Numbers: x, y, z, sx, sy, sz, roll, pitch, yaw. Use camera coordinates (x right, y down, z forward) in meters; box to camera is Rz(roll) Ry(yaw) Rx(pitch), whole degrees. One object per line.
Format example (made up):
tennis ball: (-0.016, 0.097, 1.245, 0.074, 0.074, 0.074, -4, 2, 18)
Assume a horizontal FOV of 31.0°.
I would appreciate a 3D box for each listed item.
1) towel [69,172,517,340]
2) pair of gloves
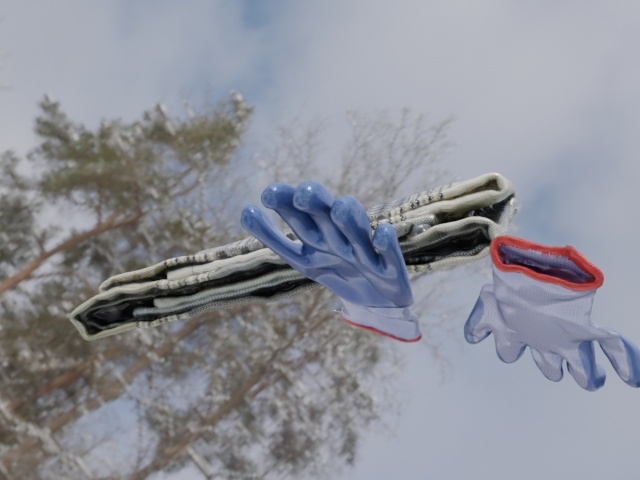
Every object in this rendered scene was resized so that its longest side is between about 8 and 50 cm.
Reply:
towel: (0.000, 0.000, 0.907, 0.312, 0.324, 0.056, -12, -86, 11)
pair of gloves: (0.058, 0.023, 0.550, 0.198, 0.023, 0.159, 17, -20, 22)
